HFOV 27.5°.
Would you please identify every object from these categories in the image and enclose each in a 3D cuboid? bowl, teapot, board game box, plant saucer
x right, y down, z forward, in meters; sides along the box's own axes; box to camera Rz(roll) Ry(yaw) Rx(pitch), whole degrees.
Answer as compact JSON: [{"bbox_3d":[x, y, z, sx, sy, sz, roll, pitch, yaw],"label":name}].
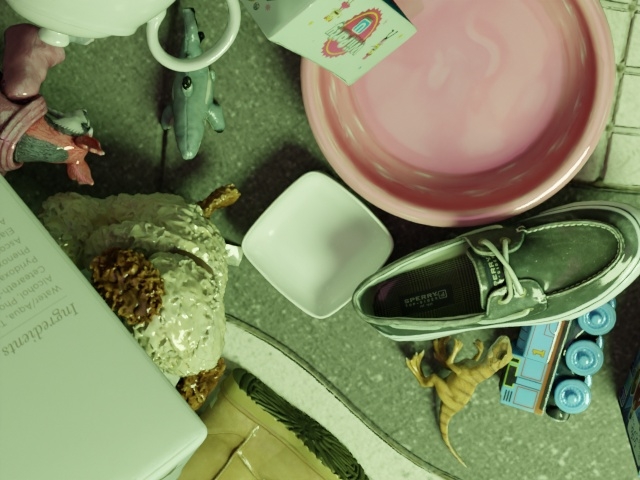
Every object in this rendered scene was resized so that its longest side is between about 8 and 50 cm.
[{"bbox_3d":[0.000,0.000,1.496,0.142,0.053,0.142,43,106,-6],"label":"bowl"},{"bbox_3d":[-0.243,-0.287,1.348,0.256,0.252,0.187,31,111,30],"label":"teapot"},{"bbox_3d":[0.371,0.160,1.422,0.035,0.201,0.136,17,108,1],"label":"board game box"},{"bbox_3d":[-0.056,-0.311,1.271,0.097,0.224,0.303,-38,74,14],"label":"board game box"},{"bbox_3d":[0.146,-0.182,1.411,0.332,0.084,0.332,2,105,6],"label":"plant saucer"}]

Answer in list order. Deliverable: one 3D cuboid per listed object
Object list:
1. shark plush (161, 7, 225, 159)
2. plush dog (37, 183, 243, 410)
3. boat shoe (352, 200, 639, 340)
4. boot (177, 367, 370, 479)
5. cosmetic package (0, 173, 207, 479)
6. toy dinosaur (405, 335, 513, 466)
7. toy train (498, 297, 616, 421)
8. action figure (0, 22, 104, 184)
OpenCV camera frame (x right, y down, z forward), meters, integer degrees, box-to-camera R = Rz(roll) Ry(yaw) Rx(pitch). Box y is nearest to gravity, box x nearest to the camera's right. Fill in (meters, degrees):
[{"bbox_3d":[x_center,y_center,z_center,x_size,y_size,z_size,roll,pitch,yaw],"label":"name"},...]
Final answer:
[{"bbox_3d":[-0.137,-0.174,1.453,0.073,0.067,0.161,15,107,2],"label":"shark plush"},{"bbox_3d":[-0.162,0.054,1.410,0.210,0.225,0.262,-28,128,9],"label":"plush dog"},{"bbox_3d":[0.191,0.045,1.411,0.335,0.119,0.121,-21,78,23],"label":"boat shoe"},{"bbox_3d":[-0.102,0.317,1.586,0.236,0.089,0.269,40,106,5],"label":"boot"},{"bbox_3d":[-0.385,0.186,1.332,0.394,0.327,0.329,49,148,9],"label":"cosmetic package"},{"bbox_3d":[0.151,0.175,1.514,0.112,0.064,0.211,52,143,26],"label":"toy dinosaur"},{"bbox_3d":[0.270,0.115,1.487,0.105,0.080,0.184,16,107,8],"label":"toy train"},{"bbox_3d":[-0.392,-0.169,1.392,0.370,0.275,0.248,26,102,13],"label":"action figure"}]
